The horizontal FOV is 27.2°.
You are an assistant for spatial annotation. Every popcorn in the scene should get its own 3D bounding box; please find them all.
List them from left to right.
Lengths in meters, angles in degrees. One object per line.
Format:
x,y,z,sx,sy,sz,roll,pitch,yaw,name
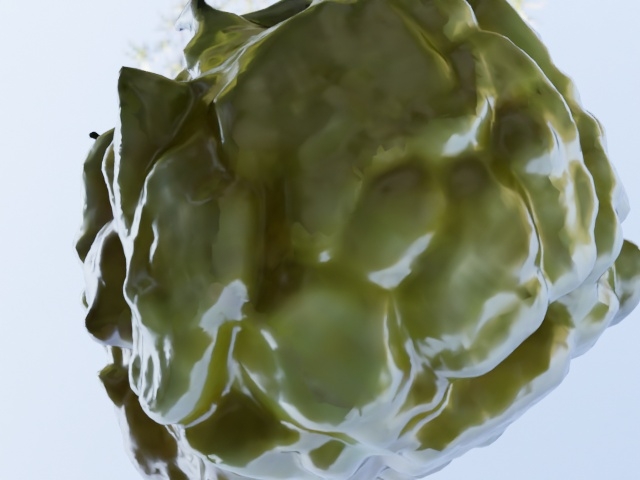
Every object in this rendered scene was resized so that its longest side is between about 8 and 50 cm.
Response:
0.001,-0.009,0.533,0.249,0.249,0.225,-26,-90,-26,popcorn
